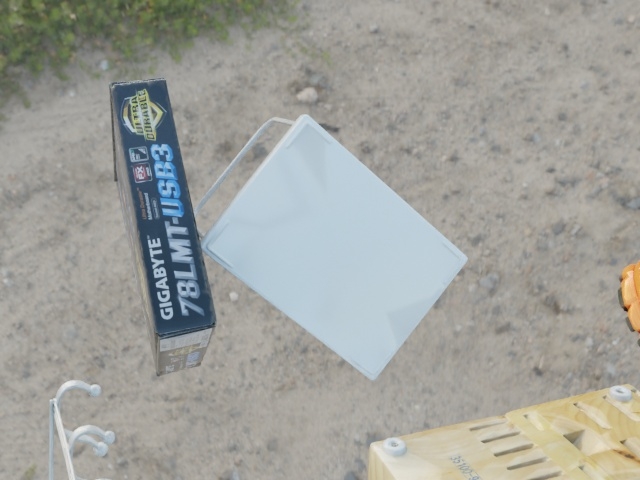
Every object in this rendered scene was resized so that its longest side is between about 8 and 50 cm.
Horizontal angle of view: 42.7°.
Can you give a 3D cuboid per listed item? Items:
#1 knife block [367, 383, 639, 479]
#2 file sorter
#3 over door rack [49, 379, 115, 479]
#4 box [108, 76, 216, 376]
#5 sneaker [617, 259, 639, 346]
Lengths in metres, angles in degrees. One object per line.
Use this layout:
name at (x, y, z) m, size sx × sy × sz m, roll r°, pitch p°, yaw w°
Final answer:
knife block at (0.102, 0.230, 0.497) m, size 0.275 × 0.242 × 0.088 m, roll -8°, pitch 24°, yaw -20°
file sorter at (0.000, 0.000, 1.036) m, size 0.277 × 0.173 × 0.193 m, roll 39°, pitch 88°, yaw -20°
over door rack at (-0.337, 0.393, 1.135) m, size 0.108 × 0.324 × 0.239 m, roll 10°, pitch 20°, yaw -29°
box at (-0.198, 0.000, 1.005) m, size 0.073 × 0.293 × 0.296 m, roll -10°, pitch 76°, yaw -16°
sneaker at (0.242, 0.083, 0.396) m, size 0.083 × 0.087 × 0.221 m, roll -12°, pitch 61°, yaw -52°
